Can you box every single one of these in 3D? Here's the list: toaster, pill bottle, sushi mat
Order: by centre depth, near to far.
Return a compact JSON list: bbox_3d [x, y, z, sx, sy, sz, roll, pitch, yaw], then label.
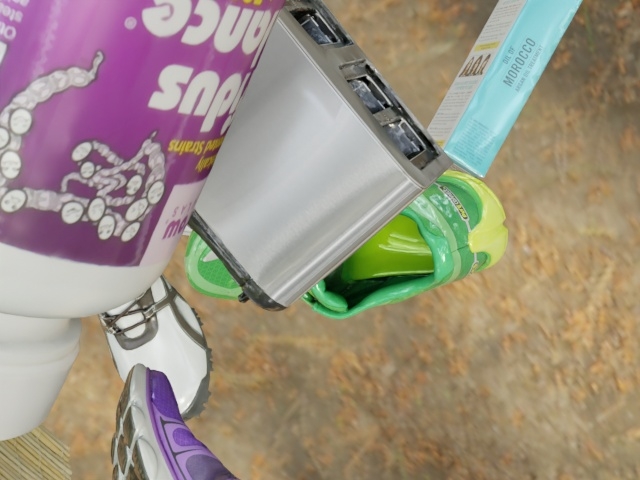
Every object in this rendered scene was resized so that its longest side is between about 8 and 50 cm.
[{"bbox_3d":[-0.114,-0.076,0.624,0.169,0.169,0.302,37,110,35],"label":"pill bottle"},{"bbox_3d":[-0.030,-0.063,0.786,0.110,0.185,0.168,-40,89,15],"label":"toaster"},{"bbox_3d":[-0.252,0.187,1.262,0.019,0.316,0.151,-15,65,2],"label":"sushi mat"}]

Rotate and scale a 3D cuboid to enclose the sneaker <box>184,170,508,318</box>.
[{"bbox_3d":[0.000,0.000,1.220,0.295,0.123,0.109,-8,103,33],"label":"sneaker"}]

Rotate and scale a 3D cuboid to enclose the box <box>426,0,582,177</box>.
[{"bbox_3d":[0.205,-0.192,1.743,0.244,0.060,0.100,-60,15,-4],"label":"box"}]

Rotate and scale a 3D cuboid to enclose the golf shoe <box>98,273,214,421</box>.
[{"bbox_3d":[-0.144,0.043,1.108,0.077,0.094,0.198,-28,74,17],"label":"golf shoe"}]

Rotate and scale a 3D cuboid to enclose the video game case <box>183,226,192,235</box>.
[{"bbox_3d":[-0.133,-0.116,1.609,0.026,0.206,0.227,-16,73,43],"label":"video game case"}]

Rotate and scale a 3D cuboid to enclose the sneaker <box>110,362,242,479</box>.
[{"bbox_3d":[-0.063,0.137,0.801,0.071,0.068,0.170,-7,49,-27],"label":"sneaker"}]
